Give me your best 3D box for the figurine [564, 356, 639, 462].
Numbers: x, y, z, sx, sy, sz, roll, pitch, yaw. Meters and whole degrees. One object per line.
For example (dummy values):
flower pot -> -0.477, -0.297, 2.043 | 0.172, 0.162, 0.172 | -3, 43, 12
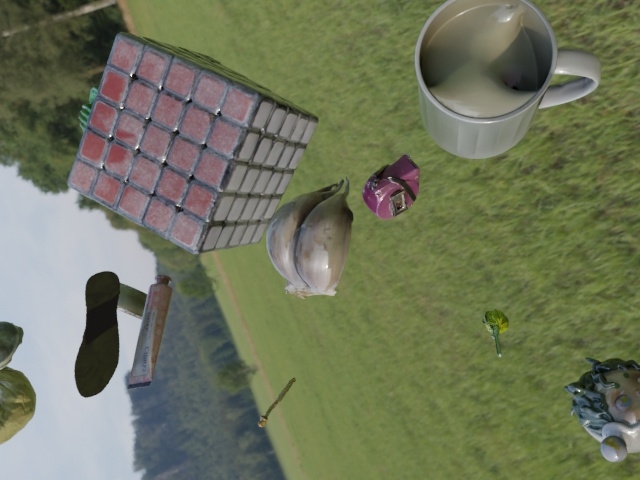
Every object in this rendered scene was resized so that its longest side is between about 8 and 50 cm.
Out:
figurine -> 0.662, 0.358, 1.321 | 0.382, 0.261, 0.186 | 30, 132, 49

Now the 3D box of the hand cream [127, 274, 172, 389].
hand cream -> -0.304, 0.162, 1.220 | 0.043, 0.067, 0.209 | 34, -128, -42

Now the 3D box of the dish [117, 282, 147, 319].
dish -> -0.493, 0.153, 1.750 | 0.190, 0.191, 0.066 | 101, -170, -76

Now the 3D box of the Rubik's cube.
Rubik's cube -> -0.179, -0.137, 0.994 | 0.237, 0.238, 0.237 | 29, -167, 13

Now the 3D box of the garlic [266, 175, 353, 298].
garlic -> 0.000, 0.000, 1.483 | 0.237, 0.210, 0.292 | -4, -77, -61

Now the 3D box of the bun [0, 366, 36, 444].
bun -> -0.813, 0.395, 1.651 | 0.229, 0.229, 0.145 | -125, 13, -59

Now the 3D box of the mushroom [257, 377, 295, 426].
mushroom -> -0.109, 0.403, 1.710 | 0.286, 0.028, 0.026 | -33, -72, -74

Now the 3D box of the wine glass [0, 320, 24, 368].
wine glass -> -0.519, 0.110, 0.991 | 0.183, 0.122, 0.122 | 76, 170, -53

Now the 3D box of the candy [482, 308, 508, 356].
candy -> 0.408, 0.217, 1.571 | 0.194, 0.062, 0.058 | -60, -17, -68

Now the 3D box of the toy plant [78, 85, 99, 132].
toy plant -> -0.518, -0.289, 1.611 | 0.240, 0.088, 0.154 | -13, 86, 64

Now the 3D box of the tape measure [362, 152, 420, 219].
tape measure -> 0.146, -0.105, 1.397 | 0.074, 0.118, 0.125 | 52, 170, 35

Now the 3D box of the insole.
insole -> -0.396, 0.170, 1.218 | 0.005, 0.086, 0.253 | 28, 114, 41

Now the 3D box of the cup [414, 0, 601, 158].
cup -> 0.342, -0.294, 1.273 | 0.327, 0.323, 0.236 | 25, -112, -78
